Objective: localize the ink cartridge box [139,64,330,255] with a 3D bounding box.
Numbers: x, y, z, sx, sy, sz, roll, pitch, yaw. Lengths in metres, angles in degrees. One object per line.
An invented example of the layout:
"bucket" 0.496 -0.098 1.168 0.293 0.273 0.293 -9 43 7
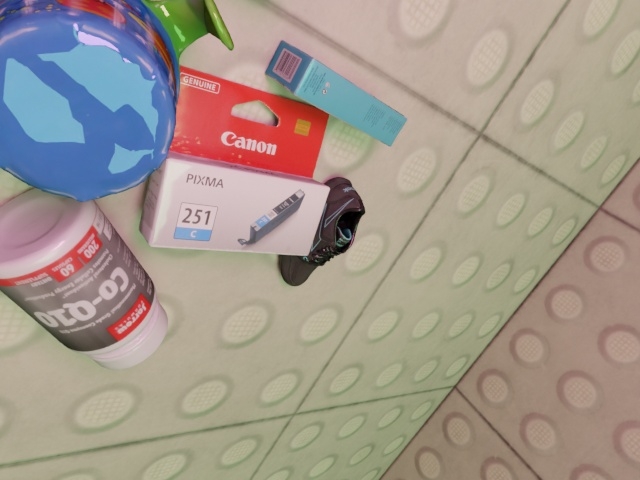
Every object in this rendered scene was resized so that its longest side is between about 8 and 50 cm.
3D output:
"ink cartridge box" -0.115 -0.110 0.746 0.297 0.066 0.260 4 110 -38

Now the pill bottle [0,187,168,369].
"pill bottle" -0.349 0.069 0.687 0.161 0.161 0.283 -31 139 -14

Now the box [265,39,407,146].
"box" 0.034 -0.241 0.771 0.244 0.100 0.060 13 115 -45

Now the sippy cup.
"sippy cup" -0.254 -0.159 0.485 0.240 0.224 0.305 21 110 -35

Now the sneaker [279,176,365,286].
"sneaker" 0.000 0.000 0.955 0.101 0.106 0.267 6 122 -43
